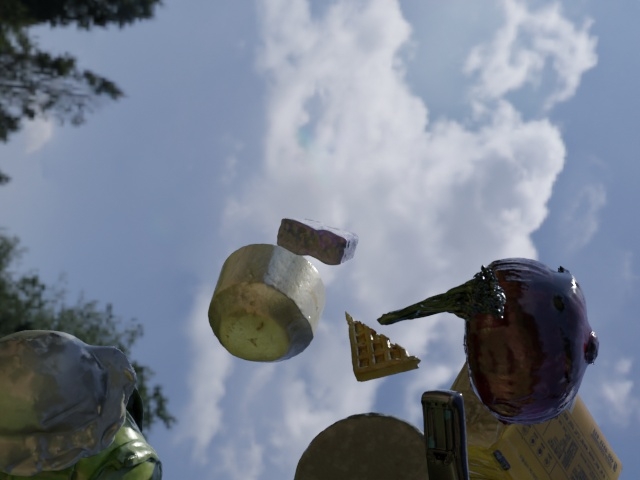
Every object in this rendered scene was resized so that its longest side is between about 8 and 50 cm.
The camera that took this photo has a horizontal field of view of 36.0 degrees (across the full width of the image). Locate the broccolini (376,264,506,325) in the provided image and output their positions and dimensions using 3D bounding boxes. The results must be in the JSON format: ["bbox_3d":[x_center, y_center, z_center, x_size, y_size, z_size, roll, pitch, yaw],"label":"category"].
[{"bbox_3d":[0.155,0.096,1.295,0.201,0.074,0.058,-27,-151,34],"label":"broccolini"}]

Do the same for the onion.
[{"bbox_3d":[0.300,0.142,1.412,0.190,0.246,0.246,2,-90,21],"label":"onion"}]

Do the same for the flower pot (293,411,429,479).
[{"bbox_3d":[0.099,0.421,1.488,0.330,0.294,0.293,68,1,-49],"label":"flower pot"}]

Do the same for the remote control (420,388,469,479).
[{"bbox_3d":[0.144,0.276,1.123,0.059,0.028,0.212,-5,-92,45],"label":"remote control"}]

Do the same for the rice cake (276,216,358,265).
[{"bbox_3d":[0.002,0.001,1.541,0.298,0.106,0.050,-10,118,-85],"label":"rice cake"}]

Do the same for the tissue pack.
[{"bbox_3d":[0.424,0.438,2.047,0.228,0.382,0.293,-8,-144,47],"label":"tissue pack"}]

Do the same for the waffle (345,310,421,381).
[{"bbox_3d":[0.109,0.171,1.747,0.191,0.125,0.032,-92,164,-58],"label":"waffle"}]

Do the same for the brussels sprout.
[{"bbox_3d":[-0.364,0.343,1.475,0.259,0.227,0.294,31,-97,44],"label":"brussels sprout"}]

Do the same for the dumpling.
[{"bbox_3d":[-0.379,0.215,1.312,0.147,0.258,0.193,140,-45,-70],"label":"dumpling"}]

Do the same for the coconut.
[{"bbox_3d":[-0.094,0.107,1.779,0.222,0.202,0.202,-74,-175,-52],"label":"coconut"}]
